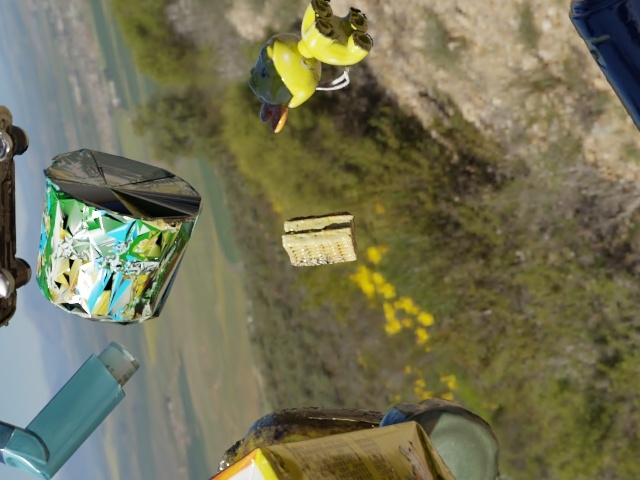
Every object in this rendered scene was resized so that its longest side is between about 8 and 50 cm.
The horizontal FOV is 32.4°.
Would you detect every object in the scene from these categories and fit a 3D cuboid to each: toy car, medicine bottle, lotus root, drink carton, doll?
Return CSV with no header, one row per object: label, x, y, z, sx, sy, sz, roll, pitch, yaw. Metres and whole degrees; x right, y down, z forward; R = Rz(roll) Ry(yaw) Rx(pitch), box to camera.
toy car,-0.407,-0.028,1.271,0.101,0.124,0.257,-101,12,-81
medicine bottle,-0.398,0.260,1.710,0.124,0.258,0.079,35,157,21
lotus root,0.015,0.387,1.898,0.196,0.397,0.179,72,-156,-48
drink carton,-0.005,0.222,0.822,0.111,0.154,0.351,59,-166,17
doll,-0.031,-0.267,1.670,0.221,0.135,0.143,-43,46,38

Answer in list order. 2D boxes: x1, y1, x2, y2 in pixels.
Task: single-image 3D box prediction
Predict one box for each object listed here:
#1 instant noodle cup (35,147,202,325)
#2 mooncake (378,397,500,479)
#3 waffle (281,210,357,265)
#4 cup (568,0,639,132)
instant noodle cup,-0.296,-0.001,1.561,0.240,0.240,0.178,-126,49,-57
mooncake,0.153,0.296,1.492,0.175,0.168,0.104,62,158,-12
waffle,0.001,0.000,1.536,0.148,0.102,0.042,76,-173,-77
cup,0.422,-0.201,1.197,0.256,0.178,0.255,52,169,-15
